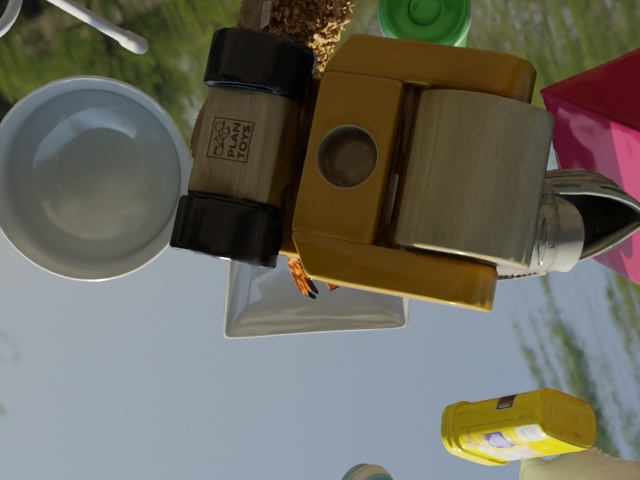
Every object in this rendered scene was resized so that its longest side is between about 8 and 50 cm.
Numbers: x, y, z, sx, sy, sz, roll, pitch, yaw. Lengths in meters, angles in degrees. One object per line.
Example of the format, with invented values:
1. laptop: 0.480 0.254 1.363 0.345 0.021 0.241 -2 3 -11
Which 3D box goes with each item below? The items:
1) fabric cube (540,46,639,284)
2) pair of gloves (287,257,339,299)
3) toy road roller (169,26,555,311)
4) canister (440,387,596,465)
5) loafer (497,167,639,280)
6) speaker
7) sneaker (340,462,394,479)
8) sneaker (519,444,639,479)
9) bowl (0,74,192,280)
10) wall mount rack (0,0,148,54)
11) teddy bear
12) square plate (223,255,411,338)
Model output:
1. fabric cube: 0.475 -0.102 1.629 0.254 0.259 0.258 -25 -153 -15
2. pair of gloves: -0.014 0.033 1.514 0.010 0.074 0.083 -26 179 -33
3. toy road roller: 0.044 -0.057 1.126 0.329 0.203 0.240 10 177 19
4. canister: 0.264 0.248 1.690 0.170 0.126 0.073 -19 -123 46
5. loafer: 0.224 -0.016 1.333 0.319 0.112 0.111 -17 -153 -41
6. speaker: 0.144 -0.293 1.742 0.131 0.131 0.296 -21 178 5
7. sneaker: -0.018 0.406 1.764 0.127 0.319 0.208 7 -157 -37
8. sneaker: 0.378 0.311 1.737 0.212 0.094 0.080 -6 161 1
9. bowl: -0.328 -0.098 1.866 0.298 0.298 0.134 -21 -170 4
10. wall mount rack: -0.285 -0.336 1.255 0.304 0.350 0.130 13 172 -20
11. teddy bear: -0.026 -0.213 1.368 0.113 0.338 0.245 16 -178 -27
12. square plate: 0.000 0.000 2.234 0.347 0.344 0.049 -2 -158 -15
